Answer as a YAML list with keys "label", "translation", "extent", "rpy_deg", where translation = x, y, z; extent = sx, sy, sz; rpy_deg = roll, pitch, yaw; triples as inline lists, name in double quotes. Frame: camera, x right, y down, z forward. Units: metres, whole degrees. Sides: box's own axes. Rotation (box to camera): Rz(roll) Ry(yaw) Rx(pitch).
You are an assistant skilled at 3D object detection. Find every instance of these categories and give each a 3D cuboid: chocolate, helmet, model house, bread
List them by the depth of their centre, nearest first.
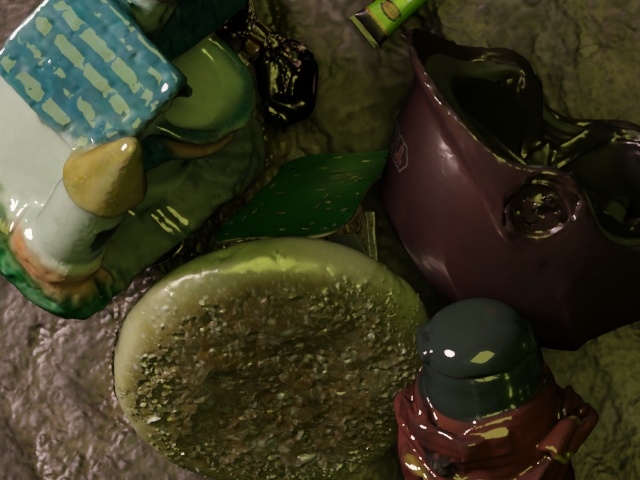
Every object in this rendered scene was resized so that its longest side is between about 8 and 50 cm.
- label: "model house"
  translation: [-0.126, -0.122, 1.351]
  extent: [0.194, 0.325, 0.267]
  rpy_deg: [46, 54, 2]
- label: "helmet"
  translation: [0.152, -0.026, 1.439]
  extent: [0.305, 0.225, 0.177]
  rpy_deg: [26, 117, -15]
- label: "bread"
  translation: [-0.037, 0.107, 1.441]
  extent: [0.267, 0.040, 0.267]
  rpy_deg: [-2, 128, -2]
- label: "model house"
  translation: [0.000, 0.000, 1.483]
  extent: [0.117, 0.167, 0.088]
  rpy_deg: [-4, 115, 25]
- label: "chocolate"
  translation: [-0.057, -0.164, 1.535]
  extent: [0.072, 0.070, 0.147]
  rpy_deg: [-40, 98, -14]

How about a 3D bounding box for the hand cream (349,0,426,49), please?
- label: "hand cream"
  translation: [0.083, -0.215, 1.553]
  extent: [0.122, 0.023, 0.036]
  rpy_deg: [-39, 91, 0]

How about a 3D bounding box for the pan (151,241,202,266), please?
- label: "pan"
  translation: [-0.127, 0.002, 1.531]
  extent: [0.115, 0.023, 0.068]
  rpy_deg: [33, 85, 4]

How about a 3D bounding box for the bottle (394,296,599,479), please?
- label: "bottle"
  translation: [0.140, 0.170, 1.405]
  extent: [0.156, 0.143, 0.271]
  rpy_deg: [-8, 125, 5]
